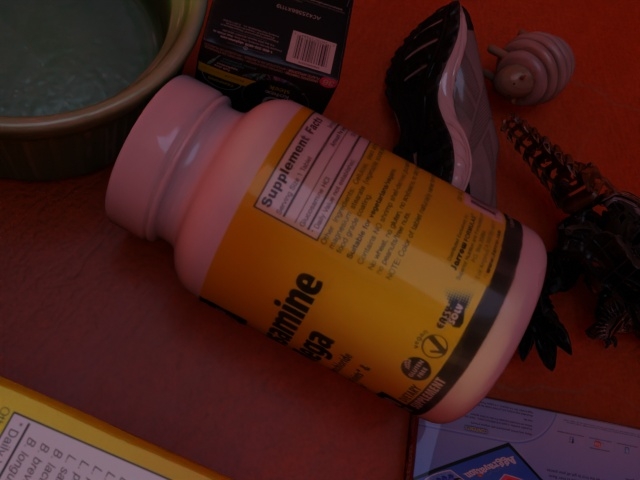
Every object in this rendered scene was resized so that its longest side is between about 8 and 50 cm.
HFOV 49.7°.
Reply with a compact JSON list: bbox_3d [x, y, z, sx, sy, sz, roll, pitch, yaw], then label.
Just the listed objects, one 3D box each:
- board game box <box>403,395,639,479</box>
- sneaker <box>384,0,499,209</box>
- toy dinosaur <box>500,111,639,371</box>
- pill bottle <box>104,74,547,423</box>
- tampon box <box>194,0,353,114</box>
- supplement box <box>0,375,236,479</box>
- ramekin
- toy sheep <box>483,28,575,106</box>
[{"bbox_3d":[0.215,0.236,0.662,0.281,0.027,0.145,14,67,-11],"label":"board game box"},{"bbox_3d":[0.137,-0.134,0.740,0.108,0.100,0.272,20,62,-35],"label":"sneaker"},{"bbox_3d":[0.286,0.018,0.713,0.322,0.164,0.218,38,42,15],"label":"toy dinosaur"},{"bbox_3d":[0.000,0.000,0.590,0.334,0.188,0.188,28,67,0],"label":"pill bottle"},{"bbox_3d":[-0.051,-0.167,0.651,0.120,0.161,0.101,14,69,-9],"label":"tampon box"},{"bbox_3d":[-0.227,0.200,0.459,0.356,0.195,0.194,26,67,-5],"label":"supplement box"},{"bbox_3d":[-0.258,-0.201,0.611,0.303,0.148,0.303,5,70,-14],"label":"ramekin"},{"bbox_3d":[0.242,-0.197,0.787,0.132,0.091,0.091,-34,84,-28],"label":"toy sheep"}]
